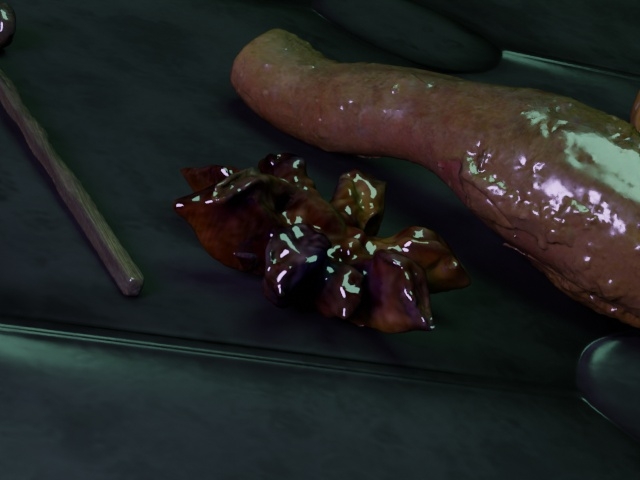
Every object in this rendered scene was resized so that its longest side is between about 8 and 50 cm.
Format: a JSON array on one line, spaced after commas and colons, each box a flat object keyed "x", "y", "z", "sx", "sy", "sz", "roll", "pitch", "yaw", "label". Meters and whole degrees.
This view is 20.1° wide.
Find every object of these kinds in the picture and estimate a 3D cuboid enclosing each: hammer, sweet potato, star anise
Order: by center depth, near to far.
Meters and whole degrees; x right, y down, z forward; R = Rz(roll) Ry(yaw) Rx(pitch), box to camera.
[{"x": 0.000, "y": 0.000, "z": 0.928, "sx": 0.168, "sy": 0.057, "sz": 0.168, "roll": 25, "pitch": 19, "yaw": -9, "label": "star anise"}, {"x": -0.150, "y": -0.056, "z": 0.967, "sx": 0.058, "sy": 0.029, "sz": 0.292, "roll": 0, "pitch": 33, "yaw": -32, "label": "hammer"}, {"x": 0.114, "y": -0.039, "z": 1.042, "sx": 0.385, "sy": 0.109, "sz": 0.109, "roll": 27, "pitch": 25, "yaw": 16, "label": "sweet potato"}]

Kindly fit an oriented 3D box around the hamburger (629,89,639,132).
[{"x": 0.307, "y": -0.128, "z": 1.322, "sx": 0.208, "sy": 0.155, "sz": 0.135, "roll": -10, "pitch": 33, "yaw": -36, "label": "hamburger"}]
